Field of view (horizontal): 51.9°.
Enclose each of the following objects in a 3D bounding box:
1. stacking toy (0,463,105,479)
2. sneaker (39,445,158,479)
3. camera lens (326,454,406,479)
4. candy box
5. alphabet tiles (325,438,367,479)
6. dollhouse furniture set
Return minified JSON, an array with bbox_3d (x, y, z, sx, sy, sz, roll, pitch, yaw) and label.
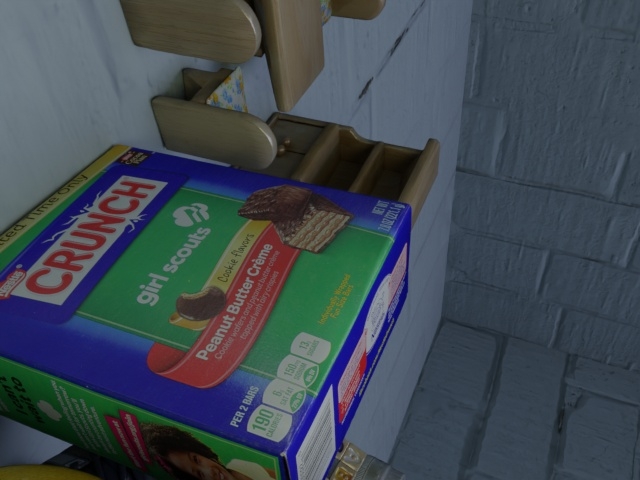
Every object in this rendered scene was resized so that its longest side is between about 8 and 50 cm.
[{"bbox_3d":[-0.159,0.249,0.356,0.350,0.480,0.350,-62,175,-9],"label":"stacking toy"},{"bbox_3d":[-0.207,0.223,0.528,0.300,0.111,0.121,-34,166,-12],"label":"sneaker"},{"bbox_3d":[0.012,0.521,1.323,0.219,0.274,0.219,14,90,-71],"label":"camera lens"},{"bbox_3d":[-0.112,0.052,0.559,0.268,0.317,0.122,-58,153,-45],"label":"candy box"},{"bbox_3d":[-0.054,0.440,1.203,0.237,0.198,0.009,-56,178,-26],"label":"alphabet tiles"},{"bbox_3d":[0.008,-0.203,0.809,0.394,0.256,0.362,85,27,-45],"label":"dollhouse furniture set"}]
